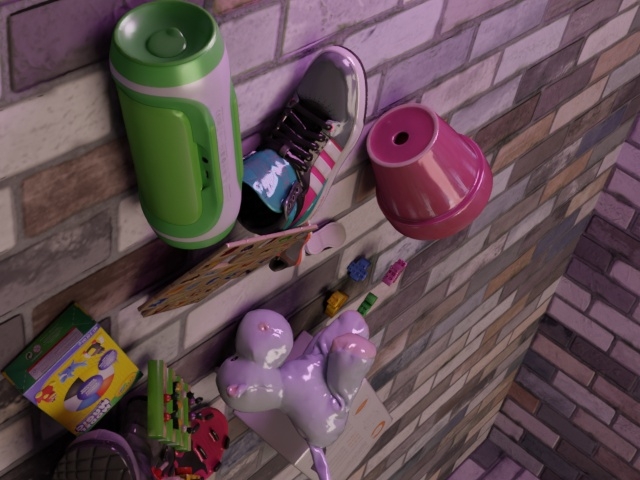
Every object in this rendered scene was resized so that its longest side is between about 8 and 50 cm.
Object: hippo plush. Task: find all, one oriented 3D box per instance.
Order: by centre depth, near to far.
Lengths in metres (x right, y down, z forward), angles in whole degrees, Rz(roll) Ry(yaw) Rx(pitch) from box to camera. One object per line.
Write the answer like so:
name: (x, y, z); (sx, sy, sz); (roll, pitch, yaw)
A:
hippo plush: (-0.063, 0.236, 1.608); (0.234, 0.237, 0.294); (-156, -96, -79)

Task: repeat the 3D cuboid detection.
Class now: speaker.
speaker: (-0.159, -0.121, 1.056); (0.131, 0.131, 0.296); (-40, 152, -27)

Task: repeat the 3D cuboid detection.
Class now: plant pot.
plant pot: (0.171, -0.128, 1.569); (0.201, 0.201, 0.180); (-50, 140, -8)

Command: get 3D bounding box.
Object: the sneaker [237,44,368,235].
sneaker: (-0.047, -0.120, 1.272); (0.178, 0.124, 0.295); (-36, 152, -53)

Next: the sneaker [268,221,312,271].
sneaker: (-0.056, -0.001, 1.474); (0.065, 0.061, 0.158); (-32, 148, -26)

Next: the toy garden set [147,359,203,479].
toy garden set: (-0.211, 0.300, 1.396); (0.244, 0.049, 0.203); (83, 4, -73)

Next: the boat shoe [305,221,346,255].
boat shoe: (0.000, 0.000, 1.595); (0.125, 0.038, 0.046); (-28, 104, -52)

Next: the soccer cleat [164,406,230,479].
soccer cleat: (-0.282, 0.415, 1.580); (0.116, 0.143, 0.331); (59, 43, -28)

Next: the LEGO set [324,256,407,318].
LEGO set: (0.064, 0.110, 1.785); (0.227, 0.087, 0.093); (-55, 170, 2)

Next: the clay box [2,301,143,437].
clay box: (-0.322, 0.185, 1.253); (0.127, 0.053, 0.222); (-46, 153, -15)

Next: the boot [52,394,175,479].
boot: (-0.288, 0.311, 1.346); (0.338, 0.118, 0.222); (98, 2, -47)

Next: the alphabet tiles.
alphabet tiles: (-0.141, 0.046, 1.307); (0.237, 0.009, 0.198); (-33, 169, 34)

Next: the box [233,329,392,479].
box: (-0.003, 0.360, 1.899); (0.215, 0.168, 0.345); (-49, 154, -11)
